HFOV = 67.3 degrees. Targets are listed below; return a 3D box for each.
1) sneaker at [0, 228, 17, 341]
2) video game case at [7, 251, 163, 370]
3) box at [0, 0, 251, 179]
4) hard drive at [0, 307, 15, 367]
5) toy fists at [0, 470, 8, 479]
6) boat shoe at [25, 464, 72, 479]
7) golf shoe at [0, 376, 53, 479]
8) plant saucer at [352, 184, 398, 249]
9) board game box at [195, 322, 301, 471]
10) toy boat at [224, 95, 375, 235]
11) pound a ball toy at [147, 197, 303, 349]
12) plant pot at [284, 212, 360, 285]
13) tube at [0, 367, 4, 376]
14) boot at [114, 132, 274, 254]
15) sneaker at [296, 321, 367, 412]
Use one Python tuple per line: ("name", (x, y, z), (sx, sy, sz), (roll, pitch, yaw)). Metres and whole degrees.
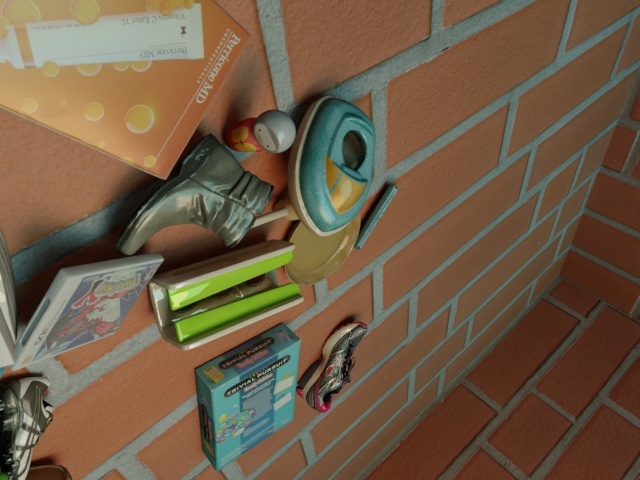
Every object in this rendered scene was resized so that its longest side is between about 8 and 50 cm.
("sneaker", (-0.483, 0.031, 0.583), (0.169, 0.108, 0.292), (-11, 133, -25))
("video game case", (-0.355, 0.103, 0.747), (0.183, 0.023, 0.201), (-52, 169, 16))
("box", (-0.281, -0.243, 0.502), (0.215, 0.168, 0.345), (-58, 145, 6))
("hard drive", (-0.543, 0.092, 0.490), (0.353, 0.047, 0.233), (-10, 136, -24))
("toy fists", (-0.591, 0.338, 0.669), (0.279, 0.096, 0.142), (42, 73, -38))
("boat shoe", (-0.575, 0.450, 0.803), (0.307, 0.111, 0.104), (-9, 126, -45))
("golf shoe", (-0.490, 0.321, 0.805), (0.094, 0.077, 0.198), (-15, 120, -55))
("plant saucer", (0.141, -0.061, 1.243), (0.192, 0.018, 0.067), (-57, 168, 7))
("board game box", (-0.181, 0.402, 1.233), (0.254, 0.079, 0.336), (-23, 135, -35))
("toy boat", (-0.010, -0.149, 0.865), (0.318, 0.148, 0.267), (13, 84, -43))
("pound a ball toy", (-0.167, 0.047, 0.938), (0.319, 0.136, 0.208), (-20, 107, -38))
("plant pot", (0.000, 0.000, 1.141), (0.236, 0.032, 0.236), (-30, 138, -30))
("tube", (-0.515, 0.137, 0.647), (0.207, 0.080, 0.052), (79, 30, -51))
("boot", (-0.196, -0.038, 0.781), (0.161, 0.083, 0.246), (43, 82, -20))
("sneaker", (0.056, 0.376, 1.450), (0.121, 0.112, 0.299), (25, 99, -54))
